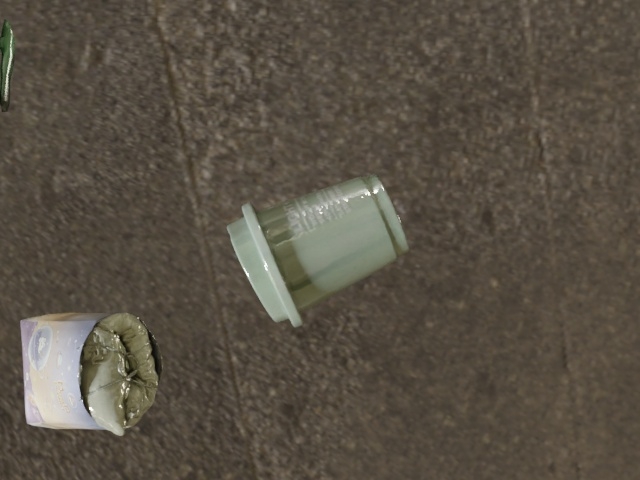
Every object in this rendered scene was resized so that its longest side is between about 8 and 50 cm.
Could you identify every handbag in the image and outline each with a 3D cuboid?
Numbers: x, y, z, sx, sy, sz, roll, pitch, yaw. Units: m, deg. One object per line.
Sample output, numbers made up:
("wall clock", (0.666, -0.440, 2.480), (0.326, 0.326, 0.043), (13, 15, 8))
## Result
("handbag", (-0.226, 0.129, 1.083), (0.095, 0.173, 0.117), (-4, 89, -42))

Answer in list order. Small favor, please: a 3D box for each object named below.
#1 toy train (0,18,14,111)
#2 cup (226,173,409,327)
("toy train", (-0.128, -0.150, 0.256), (0.120, 0.194, 0.298), (0, 72, -8))
("cup", (0.000, 0.000, 0.974), (0.141, 0.120, 0.120), (-27, 115, -2))
